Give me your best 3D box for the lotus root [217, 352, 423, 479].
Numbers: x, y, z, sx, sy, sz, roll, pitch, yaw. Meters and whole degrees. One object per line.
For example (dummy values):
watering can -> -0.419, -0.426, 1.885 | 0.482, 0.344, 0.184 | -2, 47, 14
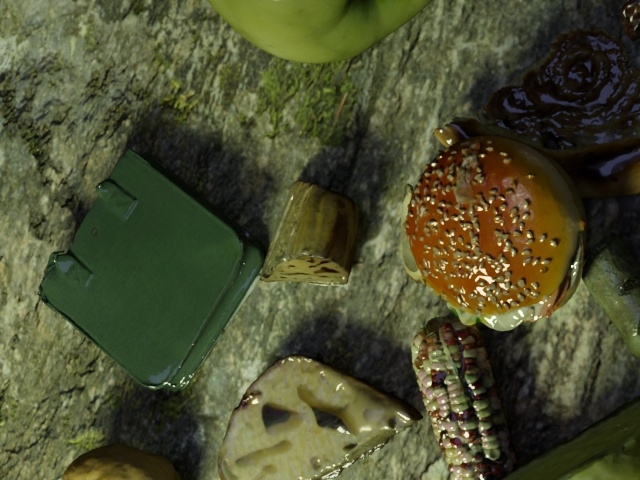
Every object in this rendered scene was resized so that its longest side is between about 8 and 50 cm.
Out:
lotus root -> -0.019, 0.229, 1.847 | 0.260, 0.074, 0.170 | -39, 69, 17

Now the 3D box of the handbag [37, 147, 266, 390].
handbag -> -0.226, 0.039, 1.953 | 0.260, 0.079, 0.248 | 37, 101, 24

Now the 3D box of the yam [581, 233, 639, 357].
yam -> 0.355, 0.068, 1.684 | 0.069, 0.069, 0.146 | -38, 71, 18

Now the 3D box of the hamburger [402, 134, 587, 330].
hamburger -> 0.205, -0.013, 1.693 | 0.236, 0.147, 0.237 | 14, 119, 28

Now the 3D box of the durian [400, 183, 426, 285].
durian -> 0.114, -0.003, 1.805 | 0.052, 0.066, 0.130 | -14, 71, 23

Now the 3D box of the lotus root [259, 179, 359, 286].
lotus root -> -0.001, -0.004, 1.851 | 0.159, 0.095, 0.135 | 0, 73, 64

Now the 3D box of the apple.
apple -> -0.007, -0.399, 1.744 | 0.357, 0.357, 0.357 | -2, 85, 25

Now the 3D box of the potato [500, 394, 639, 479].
potato -> 0.330, 0.296, 1.543 | 0.330, 0.280, 0.213 | -32, 84, 4

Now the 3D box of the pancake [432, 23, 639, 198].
pancake -> 0.288, -0.123, 1.736 | 0.257, 0.056, 0.212 | -37, 72, 18

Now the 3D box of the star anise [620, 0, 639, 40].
star anise -> 0.411, -0.325, 1.660 | 0.220, 0.126, 0.190 | -40, 68, 20

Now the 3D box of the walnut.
walnut -> -0.255, 0.337, 1.914 | 0.166, 0.149, 0.167 | 12, 124, 18

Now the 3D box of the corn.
corn -> 0.182, 0.223, 1.748 | 0.092, 0.092, 0.281 | -20, 83, 22
